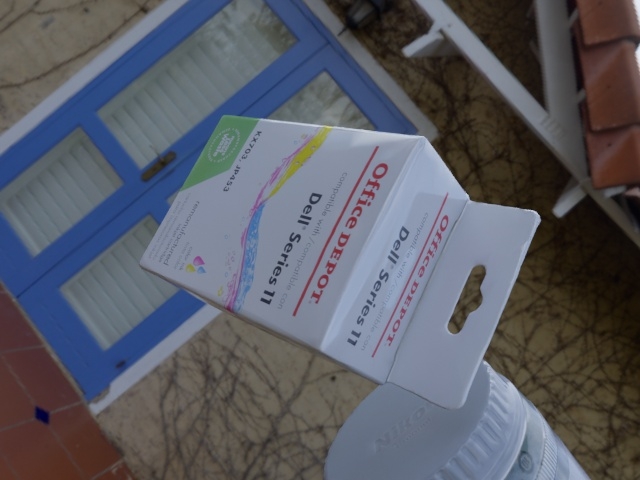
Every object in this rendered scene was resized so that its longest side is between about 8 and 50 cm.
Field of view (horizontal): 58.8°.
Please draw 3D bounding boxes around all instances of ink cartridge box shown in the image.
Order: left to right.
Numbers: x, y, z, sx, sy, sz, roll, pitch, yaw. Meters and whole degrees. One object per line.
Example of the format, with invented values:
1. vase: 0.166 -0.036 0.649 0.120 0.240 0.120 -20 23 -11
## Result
1. ink cartridge box: 0.000 0.000 0.559 0.354 0.207 0.119 16 -15 41

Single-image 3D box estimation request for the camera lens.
1. camera lens: 0.162 0.279 0.567 0.274 0.219 0.219 52 -1 -10
